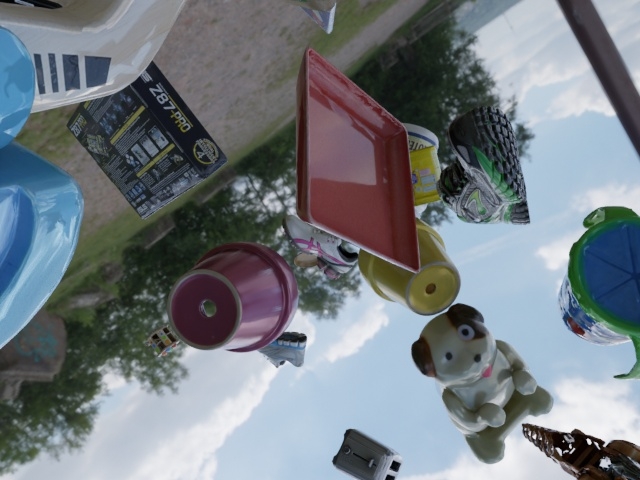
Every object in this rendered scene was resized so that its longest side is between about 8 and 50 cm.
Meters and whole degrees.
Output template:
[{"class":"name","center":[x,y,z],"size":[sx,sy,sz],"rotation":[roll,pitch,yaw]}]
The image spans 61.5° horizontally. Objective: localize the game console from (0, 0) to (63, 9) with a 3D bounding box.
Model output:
[{"class":"game console","center":[-0.504,-0.396,0.948],"size":[0.107,0.122,0.071],"rotation":[116,-16,-45]}]

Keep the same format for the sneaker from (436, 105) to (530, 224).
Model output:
[{"class":"sneaker","center":[0.257,-0.095,0.886],"size":[0.146,0.134,0.343],"rotation":[-9,157,22]}]

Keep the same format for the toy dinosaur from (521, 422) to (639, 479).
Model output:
[{"class":"toy dinosaur","center":[0.370,0.298,0.620],"size":[0.164,0.218,0.322],"rotation":[-34,-157,9]}]

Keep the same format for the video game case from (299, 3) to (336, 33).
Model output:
[{"class":"video game case","center":[-0.039,-0.713,1.571],"size":[0.023,0.201,0.183],"rotation":[-48,180,-3]}]

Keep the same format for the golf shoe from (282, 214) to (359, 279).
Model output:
[{"class":"golf shoe","center":[0.000,0.000,1.141],"size":[0.086,0.186,0.067],"rotation":[-38,-154,24]}]

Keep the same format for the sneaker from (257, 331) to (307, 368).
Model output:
[{"class":"sneaker","center":[-0.114,0.241,1.198],"size":[0.191,0.082,0.071],"rotation":[6,-167,34]}]

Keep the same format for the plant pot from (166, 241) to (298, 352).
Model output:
[{"class":"plant pot","center":[-0.159,0.103,0.916],"size":[0.201,0.201,0.180],"rotation":[-32,174,14]}]

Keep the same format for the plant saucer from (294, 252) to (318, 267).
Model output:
[{"class":"plant saucer","center":[-0.031,0.046,1.449],"size":[0.083,0.083,0.015],"rotation":[-30,-127,27]}]

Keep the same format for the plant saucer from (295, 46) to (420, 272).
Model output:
[{"class":"plant saucer","center":[0.048,-0.099,0.763],"size":[0.048,0.258,0.258],"rotation":[-19,-118,35]}]

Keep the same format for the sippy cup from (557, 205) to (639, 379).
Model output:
[{"class":"sippy cup","center":[0.582,0.102,1.061],"size":[0.305,0.240,0.224],"rotation":[-52,161,-16]}]

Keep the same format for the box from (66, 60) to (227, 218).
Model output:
[{"class":"box","center":[-0.436,-0.239,1.307],"size":[0.395,0.318,0.097],"rotation":[-19,-156,51]}]

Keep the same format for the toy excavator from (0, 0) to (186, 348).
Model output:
[{"class":"toy excavator","center":[-0.223,-0.083,0.325],"size":[0.445,0.222,0.432],"rotation":[-40,155,-61]}]

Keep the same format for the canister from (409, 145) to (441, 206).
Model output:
[{"class":"canister","center":[0.325,-0.204,1.710],"size":[0.126,0.169,0.073],"rotation":[-14,-170,6]}]

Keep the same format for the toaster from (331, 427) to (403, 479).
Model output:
[{"class":"toaster","center":[0.140,0.627,1.529],"size":[0.147,0.227,0.129],"rotation":[20,-109,29]}]

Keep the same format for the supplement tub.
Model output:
[{"class":"supplement tub","center":[0.276,-0.225,1.904],"size":[0.235,0.236,0.324],"rotation":[-12,-116,67]}]

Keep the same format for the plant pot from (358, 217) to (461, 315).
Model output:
[{"class":"plant pot","center":[0.260,0.084,1.506],"size":[0.254,0.254,0.239],"rotation":[-35,-152,-1]}]

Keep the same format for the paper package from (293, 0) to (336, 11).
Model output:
[{"class":"paper package","center":[-0.039,-0.516,0.774],"size":[0.168,0.309,0.325],"rotation":[11,-162,2]}]

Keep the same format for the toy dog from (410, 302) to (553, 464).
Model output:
[{"class":"toy dog","center":[0.427,0.355,1.517],"size":[0.285,0.408,0.395],"rotation":[-36,-141,0]}]

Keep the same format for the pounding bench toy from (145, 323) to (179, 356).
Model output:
[{"class":"pounding bench toy","center":[-0.429,0.278,1.447],"size":[0.083,0.065,0.052],"rotation":[-43,173,36]}]
